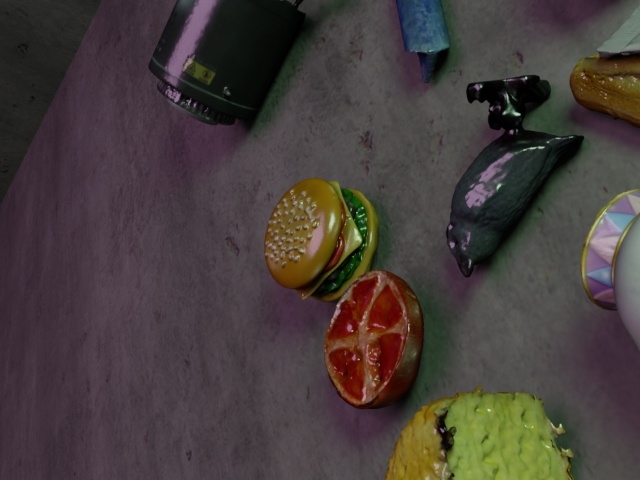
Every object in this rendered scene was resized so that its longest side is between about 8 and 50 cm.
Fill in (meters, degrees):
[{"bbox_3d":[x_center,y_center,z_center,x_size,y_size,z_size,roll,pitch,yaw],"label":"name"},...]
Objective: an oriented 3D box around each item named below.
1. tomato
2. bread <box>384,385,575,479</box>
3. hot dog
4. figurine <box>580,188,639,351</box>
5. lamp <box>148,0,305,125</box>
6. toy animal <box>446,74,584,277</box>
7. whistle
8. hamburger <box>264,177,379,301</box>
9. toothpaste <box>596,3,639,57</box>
[{"bbox_3d":[0.073,0.112,0.827,0.156,0.069,0.155,-31,51,49],"label":"tomato"},{"bbox_3d":[0.128,0.261,0.606,0.147,0.160,0.260,-34,55,51],"label":"bread"},{"bbox_3d":[0.306,-0.123,0.626,0.216,0.047,0.066,38,143,55],"label":"hot dog"},{"bbox_3d":[0.305,0.037,0.468,0.263,0.142,0.189,25,96,58],"label":"figurine"},{"bbox_3d":[-0.162,-0.332,1.243,0.272,0.205,0.374,-68,17,-2],"label":"lamp"},{"bbox_3d":[0.197,-0.061,0.746,0.117,0.121,0.209,10,103,13],"label":"toy animal"},{"bbox_3d":[0.126,-0.344,0.973,0.062,0.062,0.304,-35,49,42],"label":"whistle"},{"bbox_3d":[0.000,0.000,0.941,0.162,0.115,0.161,-26,56,46],"label":"hamburger"},{"bbox_3d":[0.360,-0.182,0.557,0.282,0.099,0.068,20,121,56],"label":"toothpaste"}]
